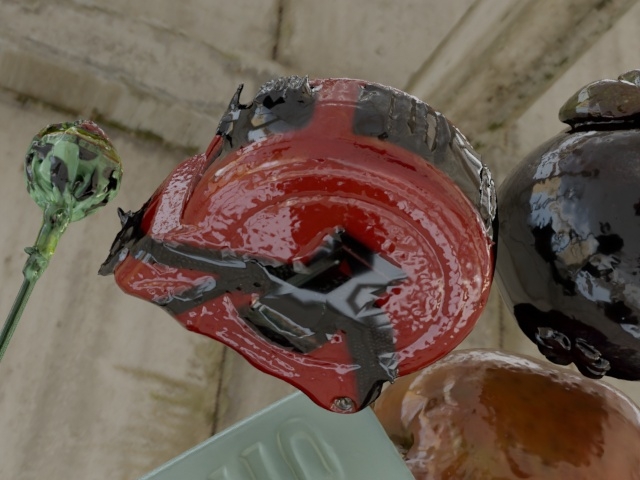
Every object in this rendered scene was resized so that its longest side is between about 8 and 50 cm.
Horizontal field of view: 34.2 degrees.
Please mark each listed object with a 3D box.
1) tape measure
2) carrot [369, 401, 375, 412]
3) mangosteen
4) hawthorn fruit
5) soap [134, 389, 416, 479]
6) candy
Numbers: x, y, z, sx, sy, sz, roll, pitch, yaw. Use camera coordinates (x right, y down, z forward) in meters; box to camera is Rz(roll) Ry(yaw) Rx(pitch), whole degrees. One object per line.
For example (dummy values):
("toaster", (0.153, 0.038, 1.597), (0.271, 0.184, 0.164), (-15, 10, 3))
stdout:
("tape measure", (0.001, 0.001, 0.771), (0.253, 0.260, 0.114), (33, -143, -18))
("carrot", (0.040, 0.090, 1.222), (0.066, 0.066, 0.314), (6, -101, -25))
("mangosteen", (0.421, -0.027, 1.362), (0.382, 0.382, 0.435), (32, -104, -8))
("hawthorn fruit", (0.249, 0.382, 1.493), (0.471, 0.472, 0.472), (13, -124, -21))
("soap", (-0.055, 0.250, 0.943), (0.265, 0.087, 0.160), (-27, -119, -11))
("candy", (-0.266, 0.024, 0.944), (0.091, 0.083, 0.305), (17, -114, 3))
